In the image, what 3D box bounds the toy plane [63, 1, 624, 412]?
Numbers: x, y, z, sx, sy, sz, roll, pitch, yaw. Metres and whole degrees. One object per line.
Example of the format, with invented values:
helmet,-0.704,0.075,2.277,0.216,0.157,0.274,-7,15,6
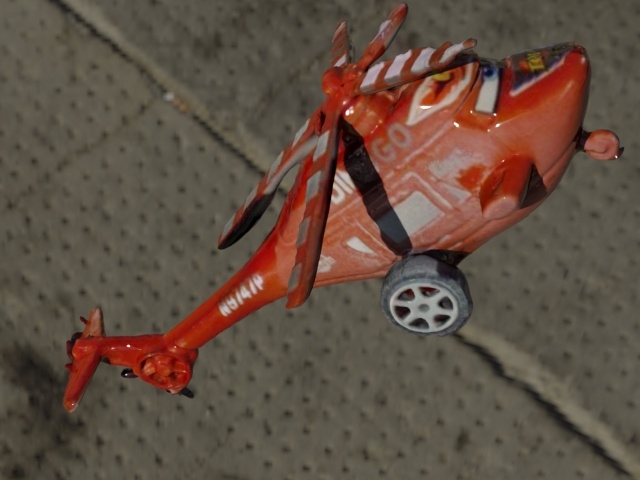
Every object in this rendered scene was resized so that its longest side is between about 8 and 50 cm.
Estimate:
toy plane,0.000,0.005,0.491,0.077,0.194,0.126,37,16,-22
